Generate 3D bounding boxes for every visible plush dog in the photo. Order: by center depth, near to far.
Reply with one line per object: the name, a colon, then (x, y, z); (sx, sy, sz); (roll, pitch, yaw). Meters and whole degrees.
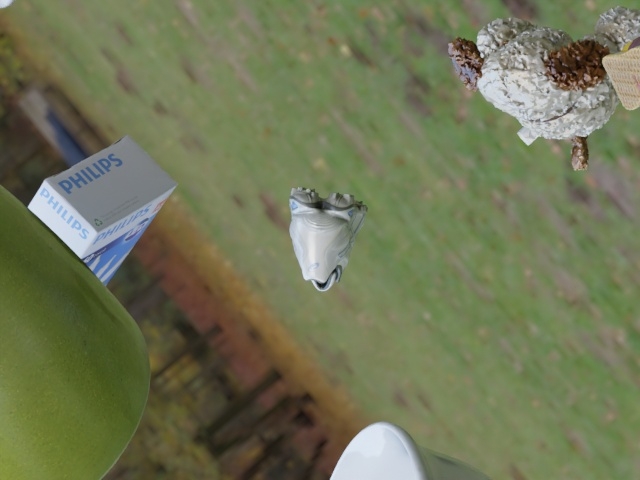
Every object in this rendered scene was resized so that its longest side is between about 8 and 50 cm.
plush dog: (0.293, -0.207, 2.232); (0.262, 0.210, 0.225); (0, 174, 35)

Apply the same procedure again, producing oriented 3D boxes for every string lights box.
string lights box: (-0.261, 0.021, 1.694); (0.077, 0.133, 0.259); (45, 129, 7)

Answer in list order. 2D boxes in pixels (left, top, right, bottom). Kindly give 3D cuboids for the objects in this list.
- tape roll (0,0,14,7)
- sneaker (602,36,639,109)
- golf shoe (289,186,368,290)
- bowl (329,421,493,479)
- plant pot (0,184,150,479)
tape roll: (-0.345, -0.346, 1.302); (0.392, 0.072, 0.392); (41, 164, 15)
sneaker: (0.295, -0.148, 1.384); (0.069, 0.084, 0.185); (61, 174, -13)
golf shoe: (0.000, 0.000, 1.475); (0.069, 0.086, 0.176); (6, 180, 8)
bowl: (0.085, 0.277, 1.158); (0.134, 0.297, 0.298); (8, -174, -16)
plant pot: (-0.313, 0.049, 1.338); (0.275, 0.275, 0.293); (45, 165, 43)
